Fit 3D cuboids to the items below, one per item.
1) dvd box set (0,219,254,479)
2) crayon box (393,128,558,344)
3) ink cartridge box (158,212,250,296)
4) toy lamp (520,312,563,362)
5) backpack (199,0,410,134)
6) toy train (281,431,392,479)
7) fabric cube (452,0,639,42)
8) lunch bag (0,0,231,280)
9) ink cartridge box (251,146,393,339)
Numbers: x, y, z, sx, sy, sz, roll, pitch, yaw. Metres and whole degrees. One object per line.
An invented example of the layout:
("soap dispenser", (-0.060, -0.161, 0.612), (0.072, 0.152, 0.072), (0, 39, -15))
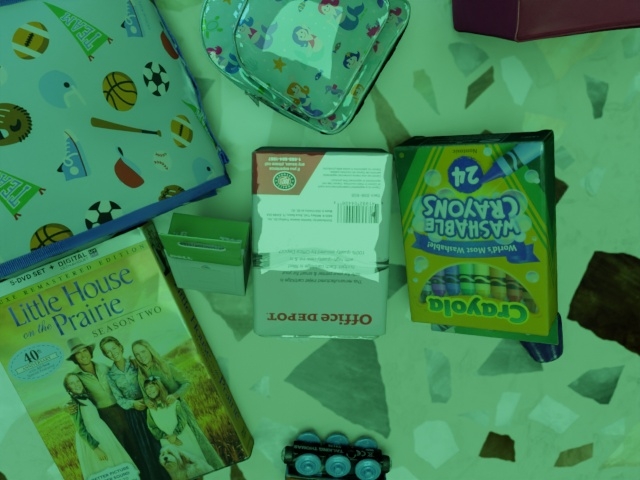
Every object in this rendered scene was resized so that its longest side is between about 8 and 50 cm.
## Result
("dvd box set", (-0.329, 0.214, 1.022), (0.308, 0.062, 0.420), (-20, 101, 4))
("crayon box", (0.227, 0.013, 0.905), (0.203, 0.083, 0.322), (2, 111, 30))
("ink cartridge box", (-0.159, 0.013, 0.906), (0.109, 0.209, 0.062), (8, 66, -1))
("toy lamp", (0.308, 0.060, 0.975), (0.080, 0.080, 0.274), (-23, 102, 5))
("backpack", (-0.033, -0.284, 0.856), (0.254, 0.191, 0.225), (31, 102, -1))
("toy train", (0.024, 0.383, 1.051), (0.184, 0.080, 0.105), (6, 111, -3))
("fabric cube", (0.314, -0.386, 0.765), (0.254, 0.258, 0.258), (-7, 111, -2))
("lunch bag", (-0.344, -0.149, 0.848), (0.386, 0.239, 0.327), (-28, 100, -26))
("ink cartridge box", (0.000, 0.000, 0.946), (0.197, 0.114, 0.272), (1, 101, -1))
